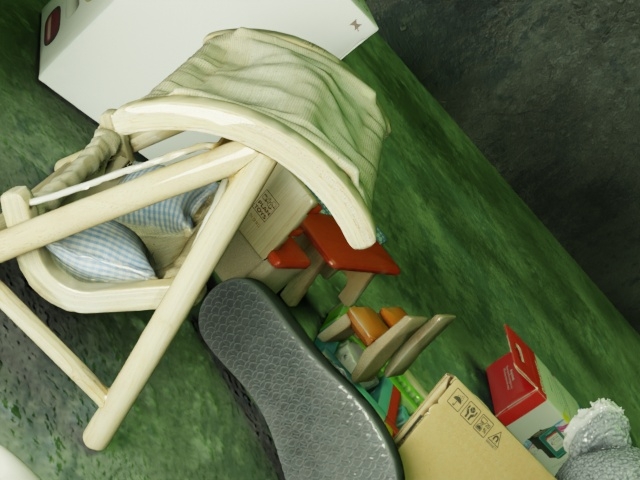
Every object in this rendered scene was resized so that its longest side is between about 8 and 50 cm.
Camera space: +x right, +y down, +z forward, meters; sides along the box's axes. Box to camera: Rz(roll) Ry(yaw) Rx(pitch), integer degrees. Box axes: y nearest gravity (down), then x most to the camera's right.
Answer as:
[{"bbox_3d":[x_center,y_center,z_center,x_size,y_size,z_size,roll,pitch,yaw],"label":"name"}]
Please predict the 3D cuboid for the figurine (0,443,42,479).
[{"bbox_3d":[-0.100,0.191,0.368,0.209,0.092,0.215,44,18,-10],"label":"figurine"}]

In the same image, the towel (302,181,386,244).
[{"bbox_3d":[-0.020,-0.082,1.304,0.243,0.040,0.336,55,18,7],"label":"towel"}]

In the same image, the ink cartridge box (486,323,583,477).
[{"bbox_3d":[0.324,0.250,1.448,0.231,0.078,0.134,47,18,-16],"label":"ink cartridge box"}]

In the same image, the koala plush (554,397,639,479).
[{"bbox_3d":[0.259,0.287,0.984,0.203,0.221,0.196,28,30,-51],"label":"koala plush"}]

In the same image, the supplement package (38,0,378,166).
[{"bbox_3d":[-0.116,-0.220,0.964,0.204,0.262,0.145,38,22,-36],"label":"supplement package"}]

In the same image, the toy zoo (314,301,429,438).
[{"bbox_3d":[0.056,0.186,0.989,0.192,0.030,0.293,50,18,-7],"label":"toy zoo"}]

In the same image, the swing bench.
[{"bbox_3d":[-0.092,-0.037,0.685,0.165,0.254,0.253,48,18,-12],"label":"swing bench"}]

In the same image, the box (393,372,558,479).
[{"bbox_3d":[0.129,0.244,0.868,0.201,0.164,0.021,46,-13,-19],"label":"box"}]

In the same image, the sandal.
[{"bbox_3d":[-0.007,0.136,0.821,0.254,0.097,0.054,57,18,17],"label":"sandal"}]

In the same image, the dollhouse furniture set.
[{"bbox_3d":[0.000,0.000,0.978,0.262,0.135,0.259,51,21,23],"label":"dollhouse furniture set"}]
